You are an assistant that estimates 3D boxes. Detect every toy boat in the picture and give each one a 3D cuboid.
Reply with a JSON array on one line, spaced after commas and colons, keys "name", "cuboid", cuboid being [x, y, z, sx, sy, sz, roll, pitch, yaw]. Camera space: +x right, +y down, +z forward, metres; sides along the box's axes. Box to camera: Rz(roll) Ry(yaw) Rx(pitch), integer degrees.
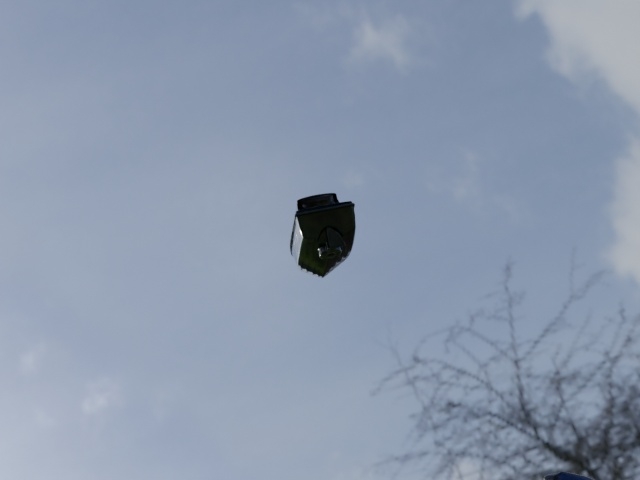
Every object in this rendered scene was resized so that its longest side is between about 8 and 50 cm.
[{"name": "toy boat", "cuboid": [0.000, 0.000, 1.026, 0.055, 0.060, 0.141, -11, -18, -7]}]

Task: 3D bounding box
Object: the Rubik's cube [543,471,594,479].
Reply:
[{"name": "Rubik's cube", "cuboid": [0.221, 0.298, 0.801, 0.182, 0.184, 0.187, 13, -39, 7]}]
